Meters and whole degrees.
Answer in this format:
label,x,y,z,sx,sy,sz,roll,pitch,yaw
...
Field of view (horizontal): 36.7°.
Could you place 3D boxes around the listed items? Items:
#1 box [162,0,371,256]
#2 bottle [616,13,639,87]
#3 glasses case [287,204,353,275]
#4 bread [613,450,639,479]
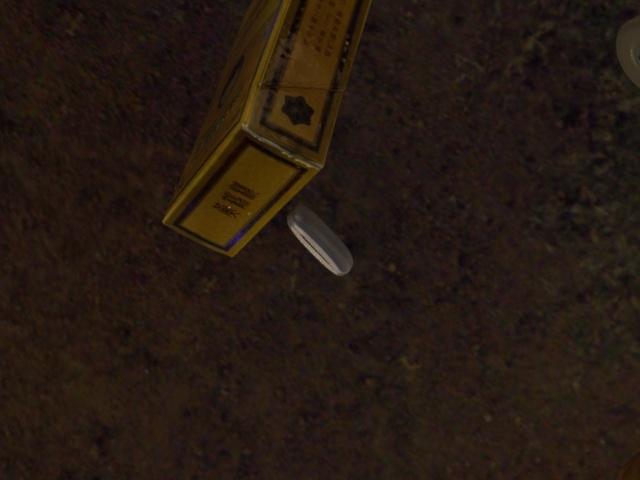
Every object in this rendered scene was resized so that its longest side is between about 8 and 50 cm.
label,x,y,z,sx,sy,sz,roll,pitch,yaw
box,-0.041,-0.156,0.928,0.084,0.301,0.193,26,145,-16
bottle,0.458,-0.269,1.153,0.209,0.097,0.110,-32,92,-17
glasses case,0.000,0.000,0.934,0.021,0.032,0.083,-33,110,35
bread,0.197,0.132,0.382,0.229,0.139,0.143,-29,118,38
